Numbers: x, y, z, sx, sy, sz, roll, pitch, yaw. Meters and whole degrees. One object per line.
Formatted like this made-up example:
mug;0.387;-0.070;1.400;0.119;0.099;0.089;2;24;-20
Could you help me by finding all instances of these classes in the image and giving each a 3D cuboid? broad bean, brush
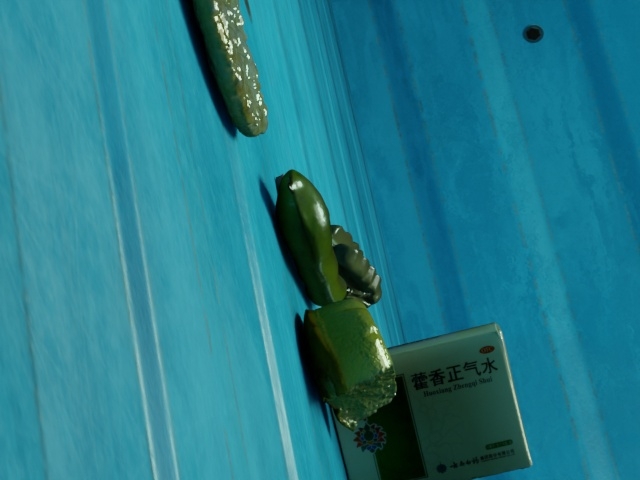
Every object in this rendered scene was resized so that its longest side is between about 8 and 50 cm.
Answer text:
broad bean;-0.006;0.014;1.846;0.325;0.067;0.075;71;37;-61
brush;0.000;0.000;1.996;0.084;0.071;0.301;60;5;31

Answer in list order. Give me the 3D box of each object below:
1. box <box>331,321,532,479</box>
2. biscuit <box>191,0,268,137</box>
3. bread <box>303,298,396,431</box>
box;0.125;0.199;1.887;0.095;0.212;0.168;-8;84;-84
biscuit;-0.095;-0.209;1.562;0.188;0.040;0.265;-98;174;-47
bread;0.027;0.125;1.764;0.156;0.086;0.125;74;-6;-65
